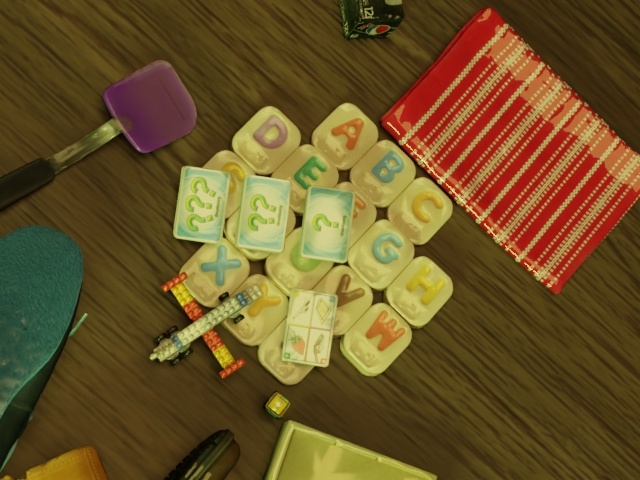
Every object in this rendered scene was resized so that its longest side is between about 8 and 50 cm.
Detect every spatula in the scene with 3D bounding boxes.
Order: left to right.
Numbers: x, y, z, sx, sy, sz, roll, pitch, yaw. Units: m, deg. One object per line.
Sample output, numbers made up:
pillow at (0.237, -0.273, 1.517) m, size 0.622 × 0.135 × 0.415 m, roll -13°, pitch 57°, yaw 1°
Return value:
spatula at (-0.253, -0.086, 1.648) m, size 0.296 × 0.030 × 0.084 m, roll -33°, pitch 89°, yaw -20°

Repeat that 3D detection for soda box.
soda box at (0.046, -0.307, 1.767) m, size 0.053 × 0.060 × 0.169 m, roll -6°, pitch 78°, yaw -17°

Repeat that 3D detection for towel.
towel at (0.219, -0.102, 1.783) m, size 0.275 × 0.031 × 0.199 m, roll 44°, pitch 71°, yaw -2°

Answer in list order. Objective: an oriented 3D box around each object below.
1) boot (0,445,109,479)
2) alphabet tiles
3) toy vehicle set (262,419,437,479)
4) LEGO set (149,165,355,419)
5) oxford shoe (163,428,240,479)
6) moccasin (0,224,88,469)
boot at (-0.289, 0.339, 1.506) m, size 0.295 × 0.104 × 0.211 m, roll -35°, pitch 58°, yaw 8°
alphabet tiles at (0.000, 0.000, 1.703) m, size 0.284 × 0.021 × 0.278 m, roll 45°, pitch 70°, yaw -1°
toy vehicle set at (-0.001, 0.330, 1.615) m, size 0.166 × 0.035 × 0.267 m, roll 23°, pitch 72°, yaw -9°
LEGO set at (-0.068, 0.052, 1.639) m, size 0.182 × 0.060 × 0.244 m, roll 9°, pitch 81°, yaw -5°
oxford shoe at (-0.131, 0.289, 1.570) m, size 0.096 × 0.083 × 0.227 m, roll 31°, pitch 83°, yaw -9°
moccasin at (-0.332, 0.142, 1.529) m, size 0.137 × 0.117 × 0.342 m, roll 27°, pitch 66°, yaw 2°
